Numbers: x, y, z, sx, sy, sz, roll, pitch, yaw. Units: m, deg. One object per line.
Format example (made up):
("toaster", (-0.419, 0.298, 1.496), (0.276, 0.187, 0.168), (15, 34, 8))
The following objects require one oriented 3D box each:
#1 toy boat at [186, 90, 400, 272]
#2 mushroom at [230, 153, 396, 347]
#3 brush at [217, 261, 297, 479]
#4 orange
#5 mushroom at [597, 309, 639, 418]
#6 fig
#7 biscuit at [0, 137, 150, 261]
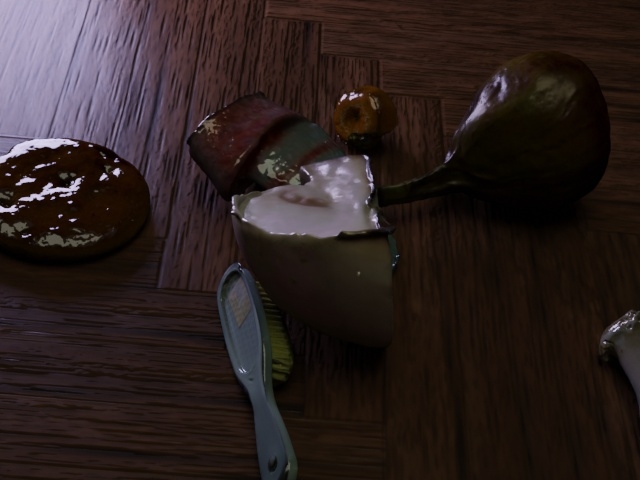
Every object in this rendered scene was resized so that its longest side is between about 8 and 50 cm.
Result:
("toy boat", (-0.004, -0.061, 1.490), (0.282, 0.096, 0.206), (37, 36, 18))
("mushroom", (-0.008, 0.026, 1.327), (0.162, 0.173, 0.236), (-2, 23, 0))
("brush", (-0.049, 0.140, 1.271), (0.060, 0.068, 0.297), (16, 37, -29))
("orange", (0.059, -0.158, 1.605), (0.086, 0.086, 0.062), (35, 25, 28))
("mushroom", (0.366, 0.151, 1.285), (0.116, 0.093, 0.225), (-19, 49, 2))
("fig", (0.200, -0.122, 1.524), (0.290, 0.191, 0.191), (-9, 41, 7))
("biscuit", (-0.302, -0.051, 1.459), (0.212, 0.036, 0.212), (4, 42, -4))
